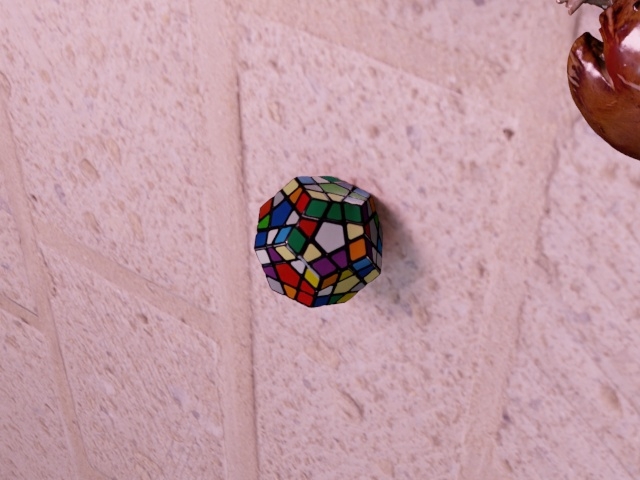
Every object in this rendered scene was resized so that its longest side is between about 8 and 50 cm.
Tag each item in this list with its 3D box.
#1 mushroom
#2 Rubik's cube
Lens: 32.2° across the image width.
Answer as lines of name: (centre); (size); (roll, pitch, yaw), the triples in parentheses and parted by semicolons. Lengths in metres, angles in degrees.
mushroom: (0.228, -0.121, 0.766); (0.170, 0.080, 0.135); (42, 134, 0)
Rubik's cube: (0.000, 0.000, 1.076); (0.112, 0.133, 0.133); (34, 152, -31)
